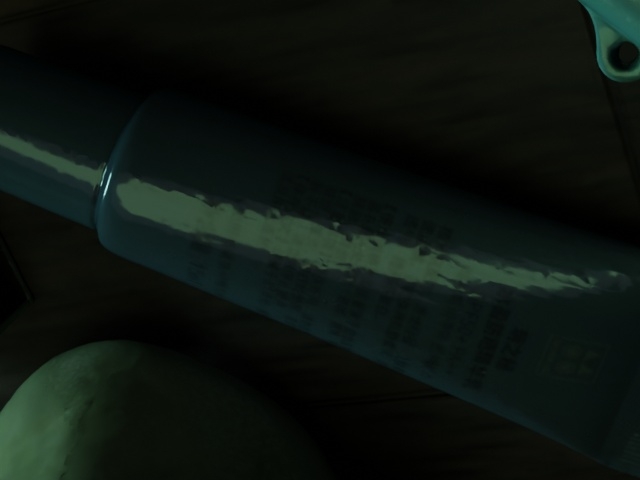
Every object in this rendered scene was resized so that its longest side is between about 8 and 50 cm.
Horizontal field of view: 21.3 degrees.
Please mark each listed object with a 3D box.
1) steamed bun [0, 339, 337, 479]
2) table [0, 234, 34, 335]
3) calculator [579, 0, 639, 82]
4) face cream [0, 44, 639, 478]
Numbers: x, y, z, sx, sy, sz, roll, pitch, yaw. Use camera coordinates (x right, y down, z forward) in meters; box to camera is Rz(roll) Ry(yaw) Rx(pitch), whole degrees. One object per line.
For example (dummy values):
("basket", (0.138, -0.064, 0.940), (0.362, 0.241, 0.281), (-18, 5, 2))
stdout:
("steamed bun", (-0.110, 0.278, 0.899), (0.342, 0.255, 0.367), (37, 110, -6))
("table", (-0.279, -0.032, 0.926), (0.122, 0.111, 0.240), (-13, 112, 29))
("calculator", (0.215, -0.204, 0.583), (0.256, 0.054, 0.386), (35, 117, -1))
("face cream", (0.000, 0.000, 0.835), (0.385, 0.086, 0.135), (21, 128, 7))
